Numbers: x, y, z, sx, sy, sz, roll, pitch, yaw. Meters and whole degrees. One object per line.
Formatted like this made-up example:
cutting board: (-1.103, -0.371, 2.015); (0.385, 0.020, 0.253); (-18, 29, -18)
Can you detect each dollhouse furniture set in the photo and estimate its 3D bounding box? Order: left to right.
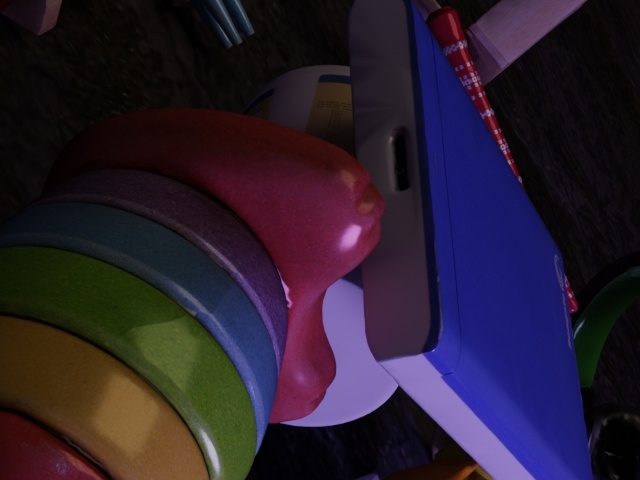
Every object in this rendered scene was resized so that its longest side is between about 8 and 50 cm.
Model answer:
dollhouse furniture set: (0.101, -0.329, 1.193); (0.355, 0.174, 0.303); (51, -5, 1)

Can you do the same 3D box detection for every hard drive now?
hard drive: (0.096, 0.028, 0.792); (0.318, 0.040, 0.210); (47, 34, -55)

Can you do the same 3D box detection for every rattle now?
rattle: (0.121, 0.221, 0.966); (0.143, 0.130, 0.199); (-55, 145, -49)

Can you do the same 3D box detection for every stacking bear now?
stacking bear: (-0.104, 0.087, 0.544); (0.164, 0.175, 0.289); (22, 43, 6)

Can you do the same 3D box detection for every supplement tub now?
supplement tub: (0.000, 0.000, 0.825); (0.144, 0.144, 0.199); (52, 29, -28)

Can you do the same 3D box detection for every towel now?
towel: (0.142, -0.067, 1.181); (0.199, 0.031, 0.275); (175, -109, -84)

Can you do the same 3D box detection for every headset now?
headset: (0.264, 0.200, 1.108); (0.185, 0.243, 0.394); (9, 77, -33)

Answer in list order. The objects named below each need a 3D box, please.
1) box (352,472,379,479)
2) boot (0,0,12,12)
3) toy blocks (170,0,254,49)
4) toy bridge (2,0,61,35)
box: (0.010, 0.230, 0.774); (0.186, 0.038, 0.145); (-18, 86, -64)
boot: (-0.177, -0.236, 0.647); (0.088, 0.176, 0.244); (-22, 87, -63)
toy blocks: (-0.084, -0.214, 0.948); (0.148, 0.054, 0.123); (60, 27, -14)
toy bridge: (-0.135, -0.181, 0.814); (0.063, 0.026, 0.188); (31, 41, 10)
